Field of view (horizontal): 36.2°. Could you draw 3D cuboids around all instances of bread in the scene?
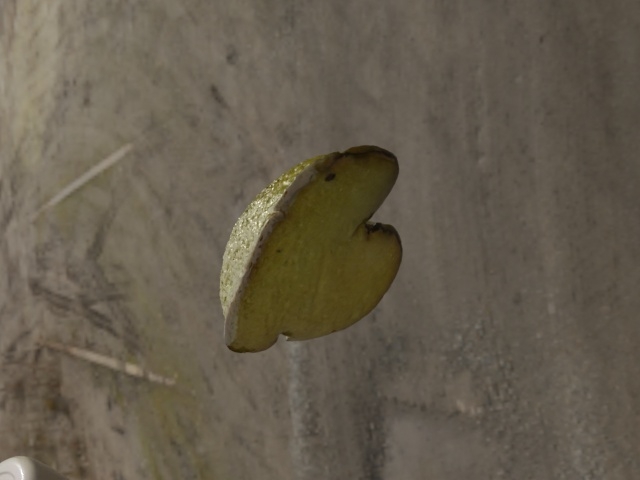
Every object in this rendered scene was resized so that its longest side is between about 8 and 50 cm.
[{"bbox_3d":[0.000,0.000,0.728,0.065,0.149,0.187,51,126,41],"label":"bread"}]

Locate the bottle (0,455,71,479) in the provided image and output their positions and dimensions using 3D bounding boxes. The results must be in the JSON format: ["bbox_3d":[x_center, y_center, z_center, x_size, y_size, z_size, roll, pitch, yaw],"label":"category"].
[{"bbox_3d":[-0.320,0.382,1.227,0.147,0.236,0.147,-29,39,26],"label":"bottle"}]
